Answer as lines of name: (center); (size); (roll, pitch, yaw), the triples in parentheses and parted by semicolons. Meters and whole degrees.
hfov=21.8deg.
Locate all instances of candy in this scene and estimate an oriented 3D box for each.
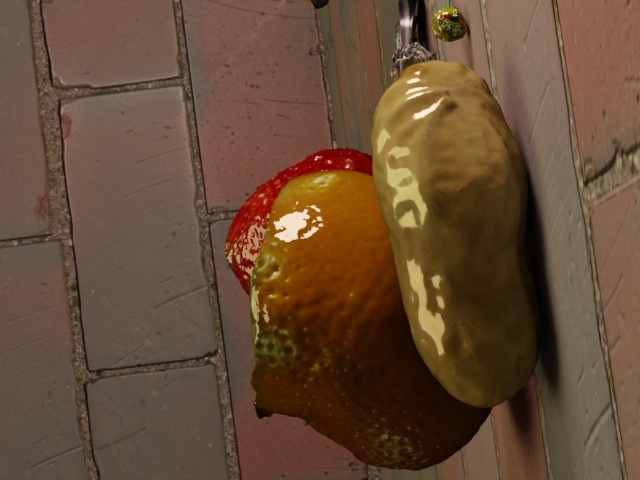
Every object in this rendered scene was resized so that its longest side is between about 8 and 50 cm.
candy: (0.137, -0.241, 1.753); (0.123, 0.035, 0.035); (-80, -33, -64)

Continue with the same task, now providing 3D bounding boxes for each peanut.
peanut: (0.124, -0.007, 1.490); (0.147, 0.147, 0.319); (115, 146, -85)

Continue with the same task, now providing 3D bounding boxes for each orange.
orange: (0.069, 0.072, 1.652); (0.334, 0.196, 0.262); (40, -137, -26)

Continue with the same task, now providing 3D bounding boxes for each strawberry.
strawberry: (0.000, 0.000, 2.397); (0.257, 0.277, 0.257); (-15, -90, -82)

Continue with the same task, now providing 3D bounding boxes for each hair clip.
hair clip: (0.113, -0.245, 2.067); (0.172, 0.049, 0.116); (-85, 4, -63)

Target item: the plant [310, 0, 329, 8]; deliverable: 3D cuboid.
plant: (-0.013, -0.463, 2.209); (0.276, 0.199, 0.188); (50, 131, 6)
